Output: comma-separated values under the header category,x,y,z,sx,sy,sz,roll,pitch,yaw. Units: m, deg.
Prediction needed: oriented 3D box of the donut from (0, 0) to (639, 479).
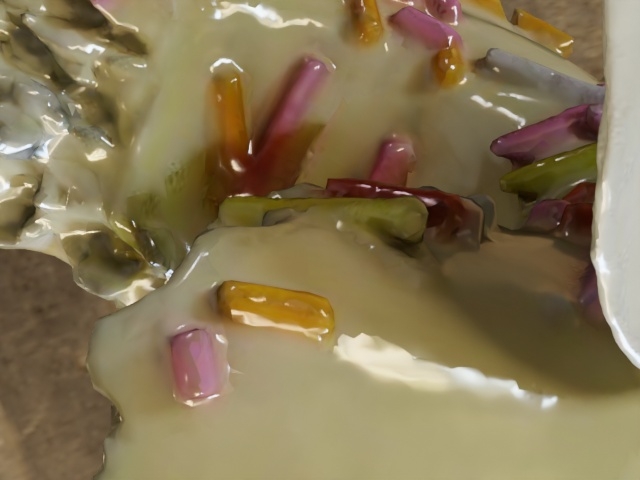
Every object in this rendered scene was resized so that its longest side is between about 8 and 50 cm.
category,x,y,z,sx,sy,sz,roll,pitch,yaw
donut,0.009,0.005,0.583,0.371,0.307,0.150,52,-53,52

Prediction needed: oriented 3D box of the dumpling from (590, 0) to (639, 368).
category,x,y,z,sx,sy,sz,roll,pitch,yaw
dumpling,0.141,-0.078,0.418,0.216,0.166,0.126,-23,-132,4
